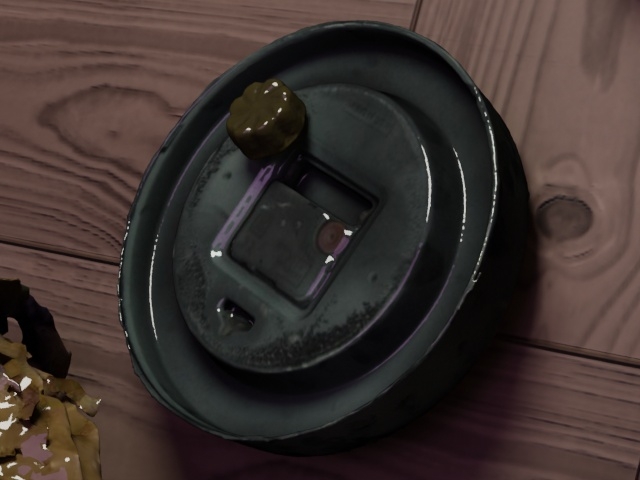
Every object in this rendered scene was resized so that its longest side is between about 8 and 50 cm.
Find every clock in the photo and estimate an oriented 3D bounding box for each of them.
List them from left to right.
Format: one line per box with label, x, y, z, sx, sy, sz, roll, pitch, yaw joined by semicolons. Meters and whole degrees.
clock;0.000;-0.001;1.371;0.313;0.061;0.312;-16;60;29

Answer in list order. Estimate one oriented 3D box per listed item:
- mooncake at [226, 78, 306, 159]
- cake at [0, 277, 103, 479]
mooncake;-0.060;-0.210;1.452;0.150;0.057;0.347;-33;57;2
cake;-0.301;0.170;1.378;0.332;0.332;0.321;-7;71;29
